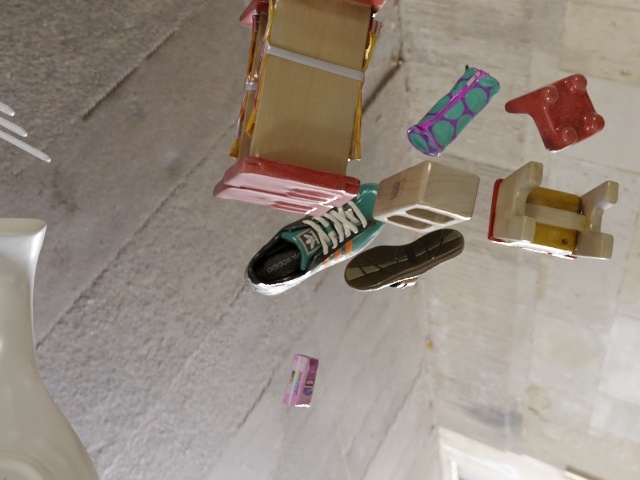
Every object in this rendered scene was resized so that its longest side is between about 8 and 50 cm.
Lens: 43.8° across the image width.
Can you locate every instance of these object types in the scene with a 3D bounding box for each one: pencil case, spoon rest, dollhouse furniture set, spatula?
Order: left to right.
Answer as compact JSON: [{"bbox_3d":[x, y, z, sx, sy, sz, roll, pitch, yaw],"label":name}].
[{"bbox_3d":[-0.484,-0.190,1.097,0.019,0.242,0.168,-58,163,-19],"label":"spatula"},{"bbox_3d":[-0.217,0.124,0.546,0.084,0.137,0.277,127,-40,-60],"label":"spoon rest"},{"bbox_3d":[0.097,-0.109,0.785,0.152,0.374,0.201,160,-59,-73],"label":"dollhouse furniture set"},{"bbox_3d":[0.199,-0.195,1.198,0.152,0.064,0.070,-47,151,-13],"label":"pencil case"}]

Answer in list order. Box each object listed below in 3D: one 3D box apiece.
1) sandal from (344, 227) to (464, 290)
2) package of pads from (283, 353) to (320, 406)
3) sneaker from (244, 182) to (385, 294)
[{"bbox_3d":[0.148,0.043,1.377,0.090,0.219,0.060,-99,164,-48],"label":"sandal"},{"bbox_3d":[-0.030,0.228,1.292,0.050,0.032,0.083,23,78,-61],"label":"package of pads"},{"bbox_3d":[0.000,0.000,1.399,0.302,0.108,0.121,-35,175,1],"label":"sneaker"}]
